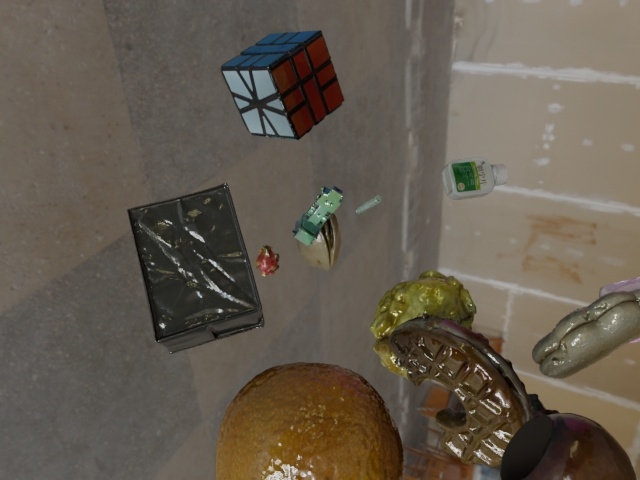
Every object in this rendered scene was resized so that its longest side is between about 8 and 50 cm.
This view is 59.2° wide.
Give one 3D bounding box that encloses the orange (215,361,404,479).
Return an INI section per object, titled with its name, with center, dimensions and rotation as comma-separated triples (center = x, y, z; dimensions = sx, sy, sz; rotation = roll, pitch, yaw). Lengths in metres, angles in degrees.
[orange]
center = -0.023, 0.386, 0.934
dimensions = 0.322, 0.322, 0.356
rotation = 40, 52, -63

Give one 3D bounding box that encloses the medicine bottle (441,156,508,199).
[medicine bottle]
center = 0.466, -0.189, 1.701
dimensions = 0.069, 0.183, 0.119
rotation = 126, -45, -74

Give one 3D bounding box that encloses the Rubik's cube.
[Rubik's cube]
center = -0.131, -0.546, 1.987
dimensions = 0.283, 0.289, 0.293
rotation = -43, 127, -30

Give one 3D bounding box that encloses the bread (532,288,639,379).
[bread]
center = 0.669, 0.213, 1.356
dimensions = 0.337, 0.102, 0.183
rotation = -32, 145, 8

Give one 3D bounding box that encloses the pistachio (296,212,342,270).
[pistachio]
center = 0.000, 0.000, 1.696
dimensions = 0.138, 0.153, 0.237
rotation = -28, 143, -18

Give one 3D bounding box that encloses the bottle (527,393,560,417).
[bottle]
center = 0.518, 0.477, 1.266
dimensions = 0.143, 0.271, 0.156
rotation = 2, 134, -29

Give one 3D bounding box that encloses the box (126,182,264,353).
[box]
center = -0.301, 0.072, 1.383
dimensions = 0.204, 0.251, 0.345
rotation = 108, -35, -73

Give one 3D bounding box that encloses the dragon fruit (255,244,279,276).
[dragon fruit]
center = -0.182, 0.068, 1.957
dimensions = 0.081, 0.086, 0.116
rotation = -38, 153, -46

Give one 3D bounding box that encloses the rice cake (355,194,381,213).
[rice cake]
center = 0.139, -0.103, 1.635
dimensions = 0.121, 0.022, 0.022
rotation = -28, -144, 60

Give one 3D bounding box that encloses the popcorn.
[popcorn]
center = 0.263, 0.215, 1.419
dimensions = 0.252, 0.215, 0.286
rotation = 35, 91, -19

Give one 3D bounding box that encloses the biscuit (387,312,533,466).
[biscuit]
center = 0.309, 0.320, 1.207
dimensions = 0.115, 0.268, 0.366
rotation = -36, 101, -36

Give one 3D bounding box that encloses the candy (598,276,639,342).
[candy]
center = 0.903, 0.178, 1.531
dimensions = 0.116, 0.265, 0.155
rotation = 29, 57, -24

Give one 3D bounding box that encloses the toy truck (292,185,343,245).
[toy truck]
center = -0.004, -0.063, 1.467
dimensions = 0.175, 0.067, 0.081
rotation = -49, -165, 34

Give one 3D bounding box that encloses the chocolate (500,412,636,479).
[chocolate]
center = 0.340, 0.323, 0.758
dimensions = 0.177, 0.177, 0.176
rotation = -41, 138, -52
